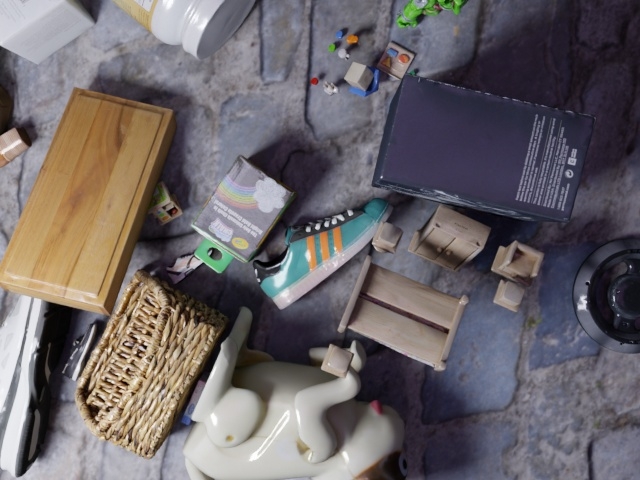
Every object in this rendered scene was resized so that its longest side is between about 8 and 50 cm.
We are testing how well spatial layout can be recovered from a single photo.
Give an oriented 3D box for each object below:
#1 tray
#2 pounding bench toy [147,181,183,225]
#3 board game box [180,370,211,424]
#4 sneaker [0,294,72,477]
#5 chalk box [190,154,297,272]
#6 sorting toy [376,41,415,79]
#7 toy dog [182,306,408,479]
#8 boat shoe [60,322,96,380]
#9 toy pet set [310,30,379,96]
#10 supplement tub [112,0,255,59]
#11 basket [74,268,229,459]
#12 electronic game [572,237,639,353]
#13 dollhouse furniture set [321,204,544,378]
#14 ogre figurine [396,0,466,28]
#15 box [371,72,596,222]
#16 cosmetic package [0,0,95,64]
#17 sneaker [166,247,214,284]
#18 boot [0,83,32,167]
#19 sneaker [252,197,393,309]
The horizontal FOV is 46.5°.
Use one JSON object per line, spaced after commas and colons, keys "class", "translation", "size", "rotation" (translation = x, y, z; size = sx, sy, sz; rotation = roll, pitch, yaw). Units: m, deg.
{"class": "tray", "translation": [-0.432, -0.082, 1.406], "size": [0.203, 0.076, 0.410], "rotation": [14, 68, 1]}
{"class": "pounding bench toy", "translation": [-0.320, -0.083, 1.488], "size": [0.052, 0.065, 0.083], "rotation": [-29, 61, 2]}
{"class": "board game box", "translation": [-0.244, 0.311, 1.477], "size": [0.020, 0.090, 0.090], "rotation": [23, 92, -1]}
{"class": "sneaker", "translation": [-0.650, 0.222, 1.445], "size": [0.258, 0.169, 0.447], "rotation": [13, 93, 0]}
{"class": "chalk box", "translation": [-0.158, -0.041, 1.449], "size": [0.132, 0.132, 0.213], "rotation": [35, 93, -1]}
{"class": "sorting toy", "translation": [0.162, -0.354, 1.493], "size": [0.083, 0.012, 0.062], "rotation": [29, 91, 1]}
{"class": "toy dog", "translation": [-0.031, 0.363, 1.384], "size": [0.408, 0.284, 0.395], "rotation": [21, 92, -1]}
{"class": "boat shoe", "translation": [-0.488, 0.221, 1.505], "size": [0.038, 0.046, 0.125], "rotation": [22, 100, -4]}
{"class": "toy pet set", "translation": [0.062, -0.337, 1.485], "size": [0.114, 0.065, 0.122], "rotation": [28, 89, 35]}
{"class": "supplement tub", "translation": [-0.292, -0.513, 1.392], "size": [0.316, 0.228, 0.228], "rotation": [39, 92, 0]}
{"class": "basket", "translation": [-0.343, 0.232, 1.416], "size": [0.223, 0.213, 0.299], "rotation": [29, 91, 0]}
{"class": "electronic game", "translation": [0.614, 0.110, 1.476], "size": [0.229, 0.048, 0.229], "rotation": [0, 89, 1]}
{"class": "dollhouse furniture set", "translation": [0.199, 0.140, 1.370], "size": [0.303, 0.174, 0.355], "rotation": [24, 72, 1]}
{"class": "ogre figurine", "translation": [0.245, -0.477, 1.437], "size": [0.197, 0.118, 0.096], "rotation": [-6, 91, 1]}
{"class": "box", "translation": [0.265, -0.151, 1.332], "size": [0.313, 0.343, 0.178], "rotation": [14, 92, 1]}
{"class": "cosmetic package", "translation": [-0.557, -0.454, 1.421], "size": [0.151, 0.183, 0.151], "rotation": [-35, 90, 1]}
{"class": "sneaker", "translation": [-0.263, 0.042, 1.497], "size": [0.109, 0.040, 0.043], "rotation": [-37, 88, 1]}
{"class": "boot", "translation": [-0.688, -0.233, 1.487], "size": [0.152, 0.073, 0.197], "rotation": [-26, 88, 6]}
{"class": "sneaker", "translation": [0.000, 0.000, 1.457], "size": [0.302, 0.108, 0.121], "rotation": [-39, 94, 3]}
